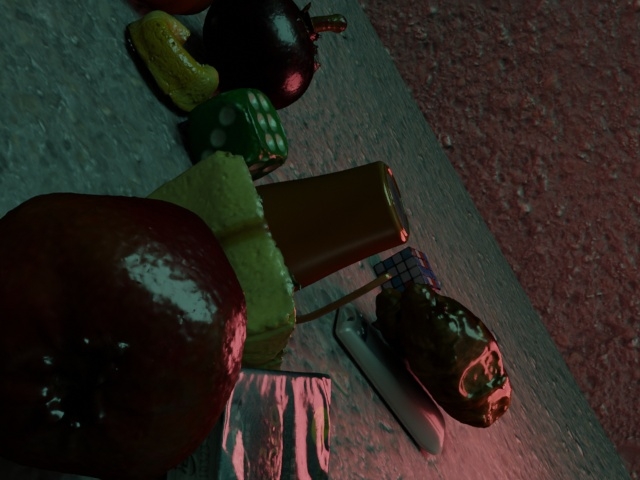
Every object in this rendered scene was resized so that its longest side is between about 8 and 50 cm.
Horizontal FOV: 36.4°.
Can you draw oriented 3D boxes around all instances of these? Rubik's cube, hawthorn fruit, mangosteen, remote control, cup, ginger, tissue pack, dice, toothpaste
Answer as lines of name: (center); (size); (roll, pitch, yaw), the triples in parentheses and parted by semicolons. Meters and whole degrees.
Rubik's cube: (0.182, 0.079, 2.048); (0.092, 0.092, 0.092); (23, 41, -61)
hawthorn fruit: (-0.196, 0.075, 0.891); (0.265, 0.265, 0.307); (55, 1, -13)
mangosteen: (-0.078, -0.364, 1.775); (0.235, 0.261, 0.235); (-21, 90, -86)
remote control: (0.135, 0.245, 1.748); (0.313, 0.055, 0.109); (53, 20, -17)
cup: (0.000, 0.000, 1.486); (0.182, 0.264, 0.226); (4, 69, -77)
ginger: (0.227, 0.197, 1.799); (0.274, 0.152, 0.357); (49, -3, 32)
tissue pack: (-0.076, 0.238, 1.110); (0.257, 0.081, 0.185); (20, 70, -62)
dice: (-0.130, -0.164, 1.557); (0.131, 0.120, 0.128); (-1, 69, -66)
toothpaste: (-0.209, -0.190, 1.583); (0.024, 0.015, 0.083); (57, 25, -11)

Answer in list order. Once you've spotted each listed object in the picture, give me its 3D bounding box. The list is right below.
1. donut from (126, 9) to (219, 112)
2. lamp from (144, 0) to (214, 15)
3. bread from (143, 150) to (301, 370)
donut: (-0.238, -0.296, 1.572); (0.181, 0.078, 0.146); (63, 18, 14)
lamp: (-0.243, -0.495, 1.660); (0.223, 0.197, 0.223); (-14, 108, -50)
bread: (-0.102, 0.050, 1.257); (0.236, 0.198, 0.263); (40, 28, -61)
